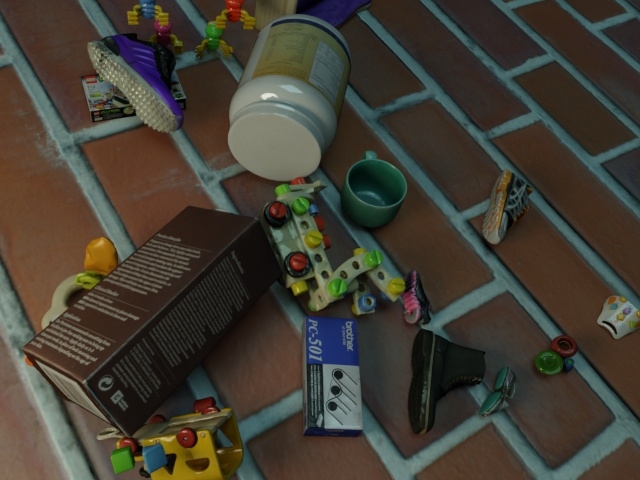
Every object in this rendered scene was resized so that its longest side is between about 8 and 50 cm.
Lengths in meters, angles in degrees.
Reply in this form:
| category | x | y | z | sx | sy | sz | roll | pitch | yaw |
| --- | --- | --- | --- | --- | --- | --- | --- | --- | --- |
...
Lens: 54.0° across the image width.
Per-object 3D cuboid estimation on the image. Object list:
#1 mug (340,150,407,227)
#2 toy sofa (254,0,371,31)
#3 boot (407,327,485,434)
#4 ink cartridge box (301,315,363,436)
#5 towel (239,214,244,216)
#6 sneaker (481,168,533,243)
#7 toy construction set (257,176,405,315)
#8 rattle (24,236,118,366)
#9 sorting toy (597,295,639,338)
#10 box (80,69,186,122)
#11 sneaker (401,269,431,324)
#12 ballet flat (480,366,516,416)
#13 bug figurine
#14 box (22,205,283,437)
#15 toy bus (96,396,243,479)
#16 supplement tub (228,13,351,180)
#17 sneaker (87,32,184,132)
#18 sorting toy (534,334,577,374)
| category | x | y | z | sx | sy | sz | roll | pitch | yaw |
| --- | --- | --- | --- | --- | --- | --- | --- | --- | --- |
| mug | 0.113 | -0.101 | 1.328 | 0.130 | 0.097 | 0.157 | 30 | 54 | 9 |
| toy sofa | 0.001 | -0.655 | 1.651 | 0.177 | 0.150 | 0.362 | 33 | 56 | 12 |
| boot | 0.235 | 0.261 | 1.127 | 0.137 | 0.076 | 0.197 | 17 | 55 | -7 |
| ink cartridge box | 0.018 | 0.237 | 1.108 | 0.097 | 0.046 | 0.207 | 5 | 55 | -10 |
| towel | -0.173 | -0.015 | 1.260 | 0.083 | 0.009 | 0.060 | -30 | 68 | -27 |
| sneaker | 0.418 | -0.071 | 1.387 | 0.083 | 0.084 | 0.214 | 27 | 54 | 0 |
| toy construction set | 0.000 | 0.000 | 1.196 | 0.215 | 0.151 | 0.327 | -15 | 61 | -28 |
| rattle | -0.408 | 0.111 | 1.047 | 0.130 | 0.143 | 0.199 | 47 | 51 | -2 |
| sorting toy | 0.617 | 0.163 | 1.301 | 0.075 | 0.045 | 0.083 | -40 | 71 | -11 |
| box | -0.417 | -0.330 | 1.405 | 0.207 | 0.036 | 0.114 | -14 | 60 | -21 |
| sneaker | 0.193 | 0.114 | 1.239 | 0.057 | 0.047 | 0.119 | 20 | 52 | -26 |
| ballet flat | 0.332 | 0.284 | 1.151 | 0.041 | 0.041 | 0.114 | 33 | 56 | 10 |
| bug figurine | -0.299 | -0.505 | 1.441 | 0.279 | 0.216 | 0.072 | -3 | 71 | -18 |
| box | -0.261 | 0.111 | 1.034 | 0.191 | 0.143 | 0.381 | 12 | 47 | 40 |
| toy bus | -0.219 | 0.325 | 0.955 | 0.191 | 0.202 | 0.104 | -16 | 93 | -28 |
| supplement tub | -0.065 | -0.306 | 1.349 | 0.229 | 0.228 | 0.316 | 15 | 55 | -2 |
| sneaker | -0.361 | -0.358 | 1.350 | 0.146 | 0.102 | 0.293 | -34 | 69 | -30 |
| sorting toy | 0.461 | 0.231 | 1.219 | 0.102 | 0.042 | 0.061 | -39 | 55 | -19 |
